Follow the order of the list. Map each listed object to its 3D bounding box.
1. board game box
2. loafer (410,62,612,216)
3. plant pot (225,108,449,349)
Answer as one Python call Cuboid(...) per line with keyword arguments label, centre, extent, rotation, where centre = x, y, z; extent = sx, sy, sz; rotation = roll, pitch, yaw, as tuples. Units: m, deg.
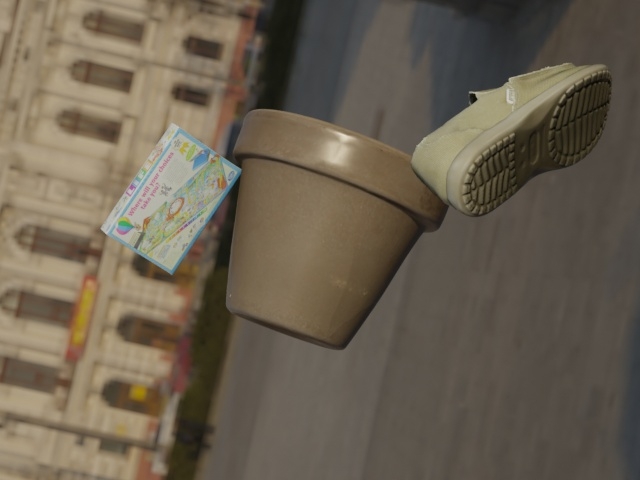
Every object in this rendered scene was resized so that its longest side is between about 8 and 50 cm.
Cuboid(label="board game box", centre=(-0.178, -0.049, 1.846), extent=(0.154, 0.103, 0.026), rotation=(-55, 30, 0))
Cuboid(label="loafer", centre=(0.185, -0.111, 1.467), extent=(0.268, 0.092, 0.102), rotation=(-29, -48, -42))
Cuboid(label="plant pot", centre=(0.000, 0.000, 1.790), extent=(0.263, 0.263, 0.229), rotation=(139, 150, -82))
